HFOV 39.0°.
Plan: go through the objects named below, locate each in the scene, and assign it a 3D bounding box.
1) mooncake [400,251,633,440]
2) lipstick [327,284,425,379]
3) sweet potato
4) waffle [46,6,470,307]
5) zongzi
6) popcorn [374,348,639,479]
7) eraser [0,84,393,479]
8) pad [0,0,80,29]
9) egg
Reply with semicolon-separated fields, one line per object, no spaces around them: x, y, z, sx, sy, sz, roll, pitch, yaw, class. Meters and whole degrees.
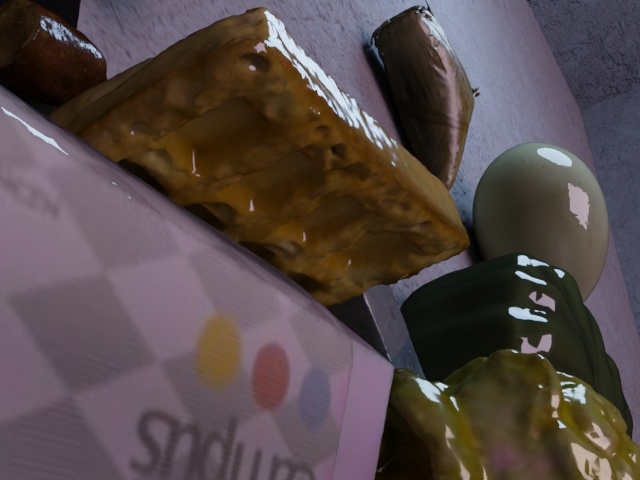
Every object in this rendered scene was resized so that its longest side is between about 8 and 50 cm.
0.205;0.189;0.902;0.351;0.187;0.351;47;31;-40;mooncake
0.000;0.000;0.735;0.317;0.068;0.066;69;24;-5;lipstick
-0.148;-0.098;0.524;0.117;0.049;0.049;40;36;-70;sweet potato
-0.034;-0.029;0.562;0.274;0.168;0.057;36;36;-51;waffle
0.130;-0.174;1.138;0.194;0.099;0.197;51;37;-37;zongzi
0.113;0.201;0.632;0.259;0.259;0.212;42;14;-48;popcorn
-0.090;0.065;0.429;0.397;0.082;0.213;37;59;-52;eraser
-0.170;-0.162;0.468;0.190;0.004;0.127;-42;150;-66;pad
0.317;-0.015;1.296;0.188;0.188;0.254;-23;98;-67;egg
